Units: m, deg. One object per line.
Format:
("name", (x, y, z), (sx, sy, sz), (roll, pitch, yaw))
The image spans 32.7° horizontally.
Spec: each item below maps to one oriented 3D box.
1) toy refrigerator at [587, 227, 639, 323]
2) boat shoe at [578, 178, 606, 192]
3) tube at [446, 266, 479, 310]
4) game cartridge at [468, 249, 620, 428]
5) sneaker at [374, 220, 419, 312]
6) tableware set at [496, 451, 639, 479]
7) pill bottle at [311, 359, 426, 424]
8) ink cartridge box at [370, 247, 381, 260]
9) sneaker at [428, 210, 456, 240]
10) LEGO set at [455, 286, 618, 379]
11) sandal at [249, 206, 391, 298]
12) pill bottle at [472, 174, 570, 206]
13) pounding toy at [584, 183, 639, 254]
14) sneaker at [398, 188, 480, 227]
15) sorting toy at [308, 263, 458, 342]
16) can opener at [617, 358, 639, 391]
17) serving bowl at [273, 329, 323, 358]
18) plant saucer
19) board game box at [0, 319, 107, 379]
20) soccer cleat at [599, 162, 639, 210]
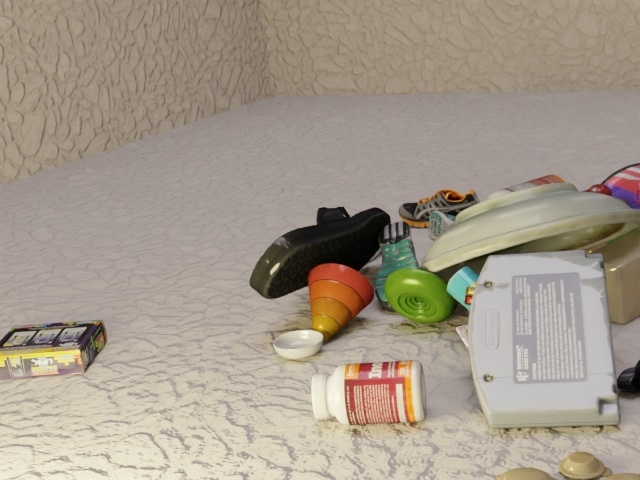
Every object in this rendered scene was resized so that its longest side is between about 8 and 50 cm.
("toy refrigerator", (0.547, 0.045, 1.843), (0.269, 0.102, 0.094), (-22, 22, -39))
("boat shoe", (0.603, -0.084, 2.336), (0.183, 0.065, 0.083), (-17, 19, -8))
("tube", (0.286, 0.123, 1.681), (0.080, 0.052, 0.207), (-26, 56, -37))
("game cartridge", (0.308, 0.135, 1.527), (0.198, 0.062, 0.297), (-7, 43, 15))
("sneaker", (0.154, 0.066, 2.008), (0.083, 0.098, 0.223), (-12, 39, 18))
("tableware set", (0.299, 0.288, 1.268), (0.169, 0.020, 0.141), (-13, 19, -21))
("pill bottle", (0.067, 0.212, 1.510), (0.152, 0.086, 0.086), (-5, 16, 9))
("ink cartridge box", (0.037, 0.033, 2.252), (0.145, 0.045, 0.179), (5, 38, 35))
("sneaker", (0.289, -0.022, 2.288), (0.076, 0.065, 0.166), (3, 13, -28))
("LEGO set", (0.303, 0.134, 1.583), (0.182, 0.060, 0.244), (-11, 40, -13))
("sandal", (0.001, -0.002, 1.989), (0.107, 0.167, 0.446), (41, 21, 19))
("pill bottle", (0.408, -0.054, 2.205), (0.216, 0.121, 0.121), (-17, 19, -29))
("pounding toy", (0.541, -0.041, 2.121), (0.237, 0.110, 0.183), (-20, 20, -37))
("sneaker", (0.267, -0.074, 2.409), (0.215, 0.083, 0.084), (3, 21, 36))
("sorting toy", (0.129, 0.129, 1.803), (0.365, 0.127, 0.126), (3, 49, 25))
("can opener", (0.483, 0.163, 1.540), (0.073, 0.059, 0.186), (7, 22, 39))
("serving bowl", (-0.035, 0.175, 1.787), (0.083, 0.027, 0.083), (-8, 16, 2))
("plant saucer", (0.346, -0.021, 1.874), (0.400, 0.100, 0.400), (-13, -10, -2))
("board game box", (-0.475, 0.189, 1.898), (0.170, 0.048, 0.141), (-5, 18, 8))
("soccer cleat", (0.730, -0.106, 2.279), (0.318, 0.108, 0.116), (-9, 20, -15))
